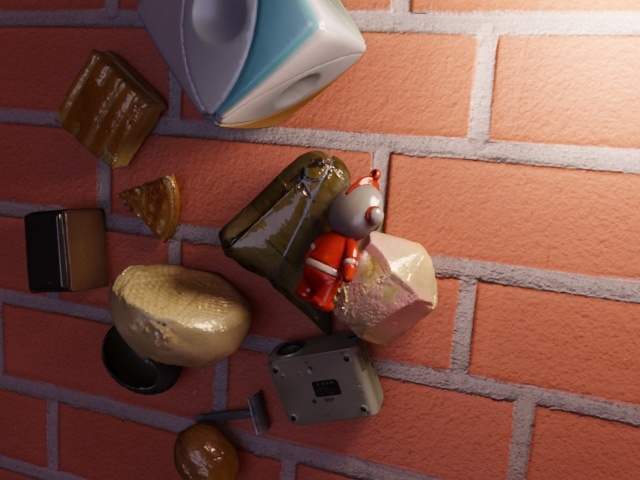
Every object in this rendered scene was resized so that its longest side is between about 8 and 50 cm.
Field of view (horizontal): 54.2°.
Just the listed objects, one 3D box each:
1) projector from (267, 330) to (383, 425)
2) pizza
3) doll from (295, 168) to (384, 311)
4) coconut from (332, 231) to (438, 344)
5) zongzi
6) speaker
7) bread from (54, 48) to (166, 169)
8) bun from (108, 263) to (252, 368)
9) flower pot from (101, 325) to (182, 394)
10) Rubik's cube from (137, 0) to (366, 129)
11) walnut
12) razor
[{"bbox_3d":[0.011,0.352,1.591,0.251,0.108,0.198,-12,105,21],"label":"projector"},{"bbox_3d":[-0.468,-0.113,1.741,0.193,0.053,0.201,25,116,13],"label":"pizza"},{"bbox_3d":[0.054,-0.009,1.399,0.200,0.105,0.336,21,85,58],"label":"doll"},{"bbox_3d":[0.154,0.103,1.462,0.233,0.233,0.245,47,113,8],"label":"coconut"},{"bbox_3d":[0.000,0.000,1.556,0.393,0.174,0.356,43,97,-13],"label":"zongzi"},{"bbox_3d":[-0.719,0.027,1.784,0.153,0.192,0.230,-3,92,21],"label":"speaker"},{"bbox_3d":[-0.577,-0.352,1.717,0.239,0.111,0.246,44,109,10],"label":"bread"},{"bbox_3d":[-0.368,0.209,1.611,0.364,0.364,0.202,22,108,15],"label":"bun"},{"bbox_3d":[-0.500,0.326,1.763,0.243,0.157,0.189,34,109,11],"label":"flower pot"},{"bbox_3d":[-0.145,-0.481,1.418,0.352,0.347,0.351,-32,86,20],"label":"Rubik's cube"},{"bbox_3d":[-0.318,0.605,1.736,0.207,0.167,0.167,45,109,7],"label":"walnut"},{"bbox_3d":[-0.255,0.489,1.758,0.232,0.068,0.106,-12,92,27],"label":"razor"}]
